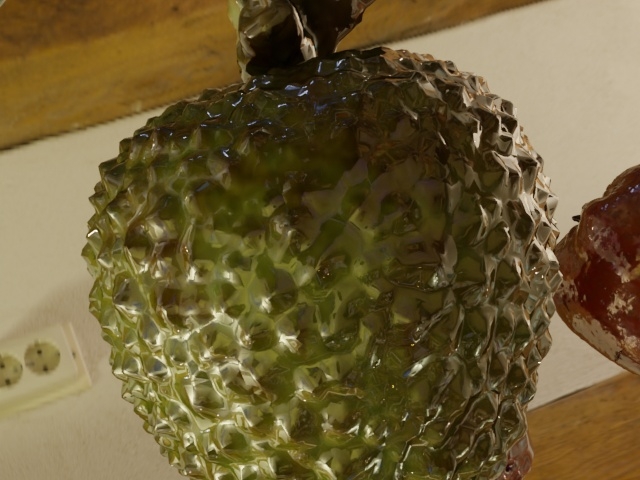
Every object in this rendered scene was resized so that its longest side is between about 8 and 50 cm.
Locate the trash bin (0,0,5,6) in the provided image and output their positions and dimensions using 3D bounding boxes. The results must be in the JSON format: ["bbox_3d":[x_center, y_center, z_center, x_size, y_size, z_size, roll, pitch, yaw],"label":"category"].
[{"bbox_3d":[-0.119,-0.193,0.279,0.223,0.343,0.158,-3,-118,-44],"label":"trash bin"}]

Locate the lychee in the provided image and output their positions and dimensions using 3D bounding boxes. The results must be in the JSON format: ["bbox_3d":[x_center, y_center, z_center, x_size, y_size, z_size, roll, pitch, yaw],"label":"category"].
[{"bbox_3d":[0.003,0.012,0.629,0.270,0.270,0.320,-36,-75,-20],"label":"lychee"}]

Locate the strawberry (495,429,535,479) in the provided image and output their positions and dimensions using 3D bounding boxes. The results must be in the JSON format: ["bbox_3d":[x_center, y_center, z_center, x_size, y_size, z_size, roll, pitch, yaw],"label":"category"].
[{"bbox_3d":[0.036,0.162,0.969,0.274,0.274,0.220,54,-149,7],"label":"strawberry"}]

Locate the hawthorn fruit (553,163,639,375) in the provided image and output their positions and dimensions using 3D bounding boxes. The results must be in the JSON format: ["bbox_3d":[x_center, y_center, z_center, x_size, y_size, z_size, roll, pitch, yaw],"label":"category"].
[{"bbox_3d":[0.303,0.040,1.008,0.185,0.185,0.202,-29,-107,-19],"label":"hawthorn fruit"}]
